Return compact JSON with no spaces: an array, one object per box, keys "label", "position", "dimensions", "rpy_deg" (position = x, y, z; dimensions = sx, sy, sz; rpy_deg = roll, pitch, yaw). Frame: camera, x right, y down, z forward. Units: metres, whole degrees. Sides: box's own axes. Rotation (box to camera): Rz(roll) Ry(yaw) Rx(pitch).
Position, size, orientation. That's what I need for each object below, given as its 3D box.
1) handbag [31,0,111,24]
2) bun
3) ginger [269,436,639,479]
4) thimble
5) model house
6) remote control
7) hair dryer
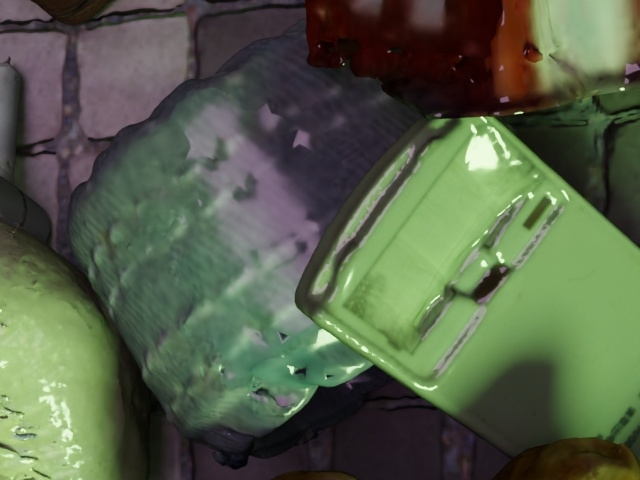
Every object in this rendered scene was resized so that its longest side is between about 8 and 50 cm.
[{"label":"handbag","position":[-0.178,-0.252,0.844],"dimensions":[0.151,0.072,0.193],"rpy_deg":[-41,72,9]},{"label":"bun","position":[-0.223,0.101,0.760],"dimensions":[0.273,0.168,0.273],"rpy_deg":[1,116,2]},{"label":"ginger","position":[0.087,0.218,0.640],"dimensions":[0.358,0.152,0.274],"rpy_deg":[-7,105,18]},{"label":"thimble","position":[0.000,0.000,0.697],"dimensions":[0.236,0.205,0.172],"rpy_deg":[-30,80,-18]},{"label":"model house","position":[0.090,-0.196,0.548],"dimensions":[0.160,0.196,0.254],"rpy_deg":[21,122,58]},{"label":"remote control","position":[0.114,0.050,0.627],"dimensions":[0.123,0.285,0.038],"rpy_deg":[-54,33,2]},{"label":"hair dryer","position":[-0.209,-0.059,0.832],"dimensions":[0.047,0.082,0.137],"rpy_deg":[-9,65,16]}]
